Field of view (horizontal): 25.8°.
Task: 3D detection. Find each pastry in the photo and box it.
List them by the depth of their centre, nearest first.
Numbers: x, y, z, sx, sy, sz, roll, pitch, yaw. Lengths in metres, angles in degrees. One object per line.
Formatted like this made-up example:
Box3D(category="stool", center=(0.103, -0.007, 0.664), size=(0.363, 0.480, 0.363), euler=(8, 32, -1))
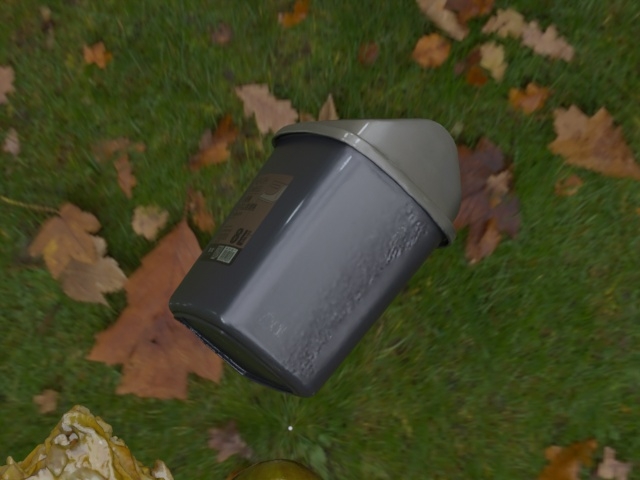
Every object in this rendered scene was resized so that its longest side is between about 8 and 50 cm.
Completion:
Box3D(category="pastry", center=(-0.229, 0.241, 1.083), size=(0.250, 0.102, 0.154), euler=(-36, 98, 14))

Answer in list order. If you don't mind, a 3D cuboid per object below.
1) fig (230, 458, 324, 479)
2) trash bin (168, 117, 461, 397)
Box3D(category="fig", center=(-0.027, 0.186, 0.853), size=(0.084, 0.082, 0.098), euler=(-20, 61, 26))
Box3D(category="trash bin", center=(0.000, 0.000, 1.382), size=(0.182, 0.209, 0.290), euler=(43, 76, -22))
